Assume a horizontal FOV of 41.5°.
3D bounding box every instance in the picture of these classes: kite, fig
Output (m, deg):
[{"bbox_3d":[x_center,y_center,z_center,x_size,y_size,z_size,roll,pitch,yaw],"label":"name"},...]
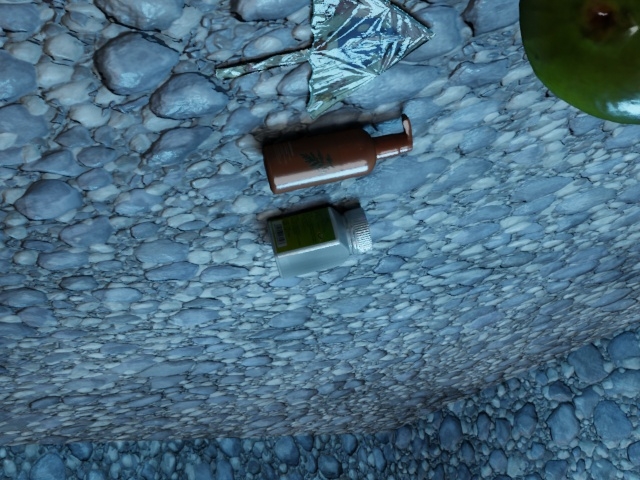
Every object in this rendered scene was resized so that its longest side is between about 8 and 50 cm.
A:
[{"bbox_3d":[0.008,-0.264,1.169,0.314,0.012,0.335,-11,155,-6],"label":"kite"},{"bbox_3d":[0.410,-0.294,1.019,0.316,0.316,0.316,-12,156,-6],"label":"fig"}]

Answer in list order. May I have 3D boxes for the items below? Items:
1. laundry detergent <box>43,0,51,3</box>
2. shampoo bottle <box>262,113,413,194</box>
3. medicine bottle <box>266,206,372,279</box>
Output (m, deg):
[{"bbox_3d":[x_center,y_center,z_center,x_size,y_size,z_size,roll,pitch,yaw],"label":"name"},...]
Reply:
[{"bbox_3d":[-0.327,-0.302,0.821,0.144,0.078,0.222,-15,158,6],"label":"laundry detergent"},{"bbox_3d":[0.030,-0.139,1.368,0.244,0.086,0.085,-14,156,-5],"label":"shampoo bottle"},{"bbox_3d":[0.000,0.000,1.637,0.188,0.088,0.132,-14,156,-3],"label":"medicine bottle"}]
